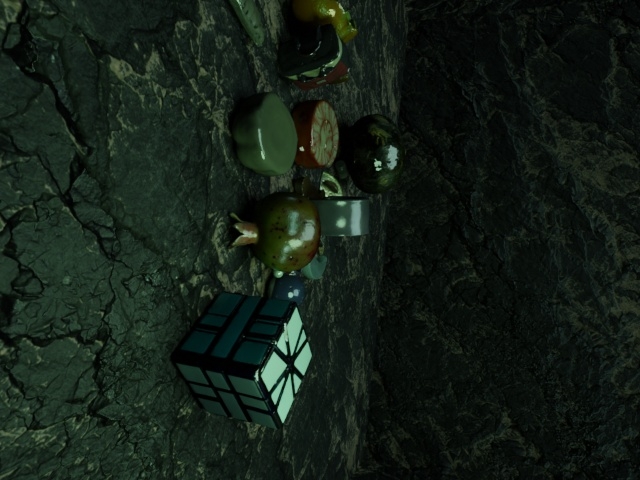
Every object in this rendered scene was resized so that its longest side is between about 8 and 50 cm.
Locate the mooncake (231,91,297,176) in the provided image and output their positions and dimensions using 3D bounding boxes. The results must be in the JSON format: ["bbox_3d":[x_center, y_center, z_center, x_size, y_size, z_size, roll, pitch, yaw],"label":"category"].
[{"bbox_3d":[-0.187,-0.349,1.350,0.275,0.135,0.274,3,90,-66],"label":"mooncake"}]

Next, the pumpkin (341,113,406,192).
[{"bbox_3d":[0.303,-0.479,2.250,0.454,0.344,0.454,-13,90,-82],"label":"pumpkin"}]

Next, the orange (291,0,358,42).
[{"bbox_3d":[0.013,-0.891,1.580,0.196,0.263,0.334,-55,172,12],"label":"orange"}]

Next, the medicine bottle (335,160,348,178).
[{"bbox_3d":[0.117,-0.392,2.228,0.091,0.058,0.058,64,37,-53],"label":"medicine bottle"}]

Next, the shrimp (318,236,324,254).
[{"bbox_3d":[0.000,0.000,2.066,0.091,0.034,0.161,-79,168,-48],"label":"shrimp"}]

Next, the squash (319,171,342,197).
[{"bbox_3d":[0.035,-0.216,2.118,0.204,0.155,0.236,15,80,-31],"label":"squash"}]

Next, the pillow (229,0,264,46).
[{"bbox_3d":[-0.230,-0.725,1.256,0.241,0.051,0.093,46,52,-60],"label":"pillow"}]

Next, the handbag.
[{"bbox_3d":[-0.024,-0.686,1.529,0.181,0.255,0.181,0,80,-68],"label":"handbag"}]

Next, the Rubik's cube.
[{"bbox_3d":[-0.217,0.354,1.226,0.288,0.284,0.293,-59,144,-47],"label":"Rubik's cube"}]

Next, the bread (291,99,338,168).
[{"bbox_3d":[-0.024,-0.463,1.767,0.328,0.114,0.294,-24,117,-65],"label":"bread"}]

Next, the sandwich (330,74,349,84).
[{"bbox_3d":[0.040,-0.813,1.840,0.236,0.128,0.122,-9,95,-69],"label":"sandwich"}]

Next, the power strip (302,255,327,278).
[{"bbox_3d":[-0.032,0.110,1.969,0.253,0.054,0.167,60,43,-56],"label":"power strip"}]

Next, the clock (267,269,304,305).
[{"bbox_3d":[-0.135,0.152,1.598,0.199,0.147,0.243,41,50,-70],"label":"clock"}]

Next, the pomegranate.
[{"bbox_3d":[-0.160,-0.025,1.406,0.291,0.324,0.290,173,-90,-81],"label":"pomegranate"}]

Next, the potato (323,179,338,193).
[{"bbox_3d":[0.065,-0.279,2.032,0.093,0.036,0.037,37,69,-24],"label":"potato"}]

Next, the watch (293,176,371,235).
[{"bbox_3d":[0.063,-0.119,1.780,0.335,0.327,0.313,-19,113,-68],"label":"watch"}]
